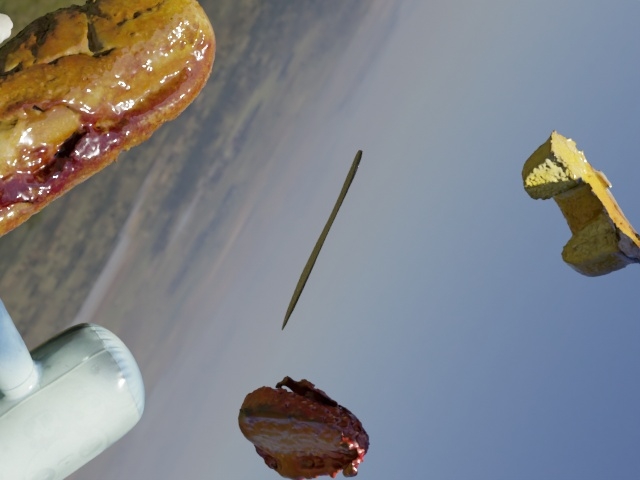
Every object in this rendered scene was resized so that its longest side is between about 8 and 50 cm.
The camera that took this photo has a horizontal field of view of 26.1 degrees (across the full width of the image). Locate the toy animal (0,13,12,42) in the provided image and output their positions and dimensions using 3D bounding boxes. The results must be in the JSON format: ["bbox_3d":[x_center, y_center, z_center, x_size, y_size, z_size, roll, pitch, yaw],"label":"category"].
[{"bbox_3d":[-0.454,-0.378,1.420,0.188,0.266,0.308,117,-29,-67],"label":"toy animal"}]

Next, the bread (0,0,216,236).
[{"bbox_3d":[-0.216,-0.075,0.931,0.344,0.124,0.084,-36,134,-21],"label":"bread"}]

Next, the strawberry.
[{"bbox_3d":[-0.010,0.216,1.570,0.188,0.121,0.082,1,-143,43],"label":"strawberry"}]

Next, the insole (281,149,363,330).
[{"bbox_3d":[0.000,0.000,1.684,0.086,0.005,0.253,-82,-165,-67],"label":"insole"}]

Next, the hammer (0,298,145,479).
[{"bbox_3d":[-0.169,0.049,0.721,0.116,0.069,0.194,-34,129,-17],"label":"hammer"}]

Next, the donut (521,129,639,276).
[{"bbox_3d":[0.299,-0.035,1.574,0.078,0.181,0.146,-38,167,23],"label":"donut"}]
